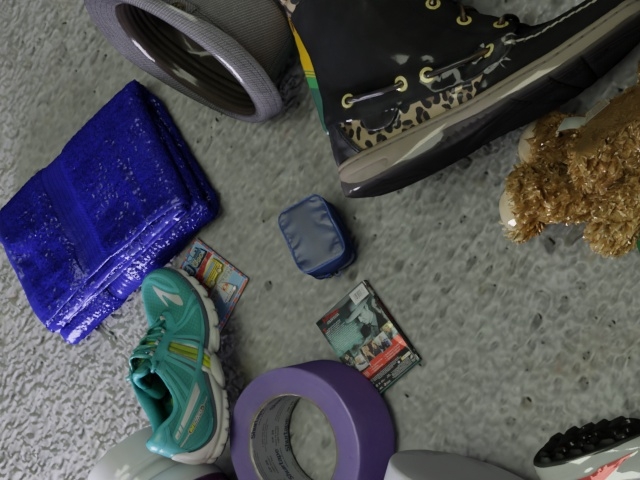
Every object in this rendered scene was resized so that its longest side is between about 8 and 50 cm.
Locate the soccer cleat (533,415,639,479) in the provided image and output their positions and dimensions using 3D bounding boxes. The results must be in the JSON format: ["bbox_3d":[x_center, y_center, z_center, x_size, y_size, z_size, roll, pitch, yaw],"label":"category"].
[{"bbox_3d":[0.381,0.231,1.457,0.318,0.108,0.116,-19,100,28],"label":"soccer cleat"}]

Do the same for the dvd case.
[{"bbox_3d":[0.056,0.120,1.690,0.087,0.013,0.119,-44,71,23],"label":"dvd case"}]

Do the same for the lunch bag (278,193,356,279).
[{"bbox_3d":[0.000,0.000,1.695,0.067,0.065,0.098,-27,75,12],"label":"lunch bag"}]

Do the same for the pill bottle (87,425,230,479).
[{"bbox_3d":[-0.153,0.377,1.725,0.169,0.169,0.301,-47,68,22],"label":"pill bottle"}]

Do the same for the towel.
[{"bbox_3d":[-0.293,-0.035,1.862,0.308,0.076,0.228,-40,71,24],"label":"towel"}]

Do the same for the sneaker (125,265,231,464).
[{"bbox_3d":[-0.183,0.144,1.734,0.107,0.110,0.275,-50,43,38],"label":"sneaker"}]

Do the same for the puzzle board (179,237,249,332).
[{"bbox_3d":[-0.155,0.076,1.817,0.096,0.011,0.128,37,108,26],"label":"puzzle board"}]

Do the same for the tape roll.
[{"bbox_3d":[-0.011,0.240,1.683,0.189,0.080,0.189,3,96,34],"label":"tape roll"}]

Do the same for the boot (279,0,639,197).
[{"bbox_3d":[0.133,-0.243,1.493,0.377,0.138,0.284,-30,76,25],"label":"boot"}]

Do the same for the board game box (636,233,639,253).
[{"bbox_3d":[0.485,0.001,1.407,0.317,0.046,0.214,-24,79,26],"label":"board game box"}]

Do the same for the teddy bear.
[{"bbox_3d":[0.322,-0.091,1.442,0.338,0.245,0.113,-30,119,31],"label":"teddy bear"}]

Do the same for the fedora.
[{"bbox_3d":[-0.138,-0.261,1.713,0.275,0.244,0.124,26,74,31],"label":"fedora"}]

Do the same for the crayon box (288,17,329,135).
[{"bbox_3d":[0.050,-0.278,1.654,0.165,0.081,0.278,-23,78,28],"label":"crayon box"}]

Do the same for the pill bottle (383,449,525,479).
[{"bbox_3d":[0.111,0.447,1.532,0.229,0.229,0.408,18,100,30],"label":"pill bottle"}]
